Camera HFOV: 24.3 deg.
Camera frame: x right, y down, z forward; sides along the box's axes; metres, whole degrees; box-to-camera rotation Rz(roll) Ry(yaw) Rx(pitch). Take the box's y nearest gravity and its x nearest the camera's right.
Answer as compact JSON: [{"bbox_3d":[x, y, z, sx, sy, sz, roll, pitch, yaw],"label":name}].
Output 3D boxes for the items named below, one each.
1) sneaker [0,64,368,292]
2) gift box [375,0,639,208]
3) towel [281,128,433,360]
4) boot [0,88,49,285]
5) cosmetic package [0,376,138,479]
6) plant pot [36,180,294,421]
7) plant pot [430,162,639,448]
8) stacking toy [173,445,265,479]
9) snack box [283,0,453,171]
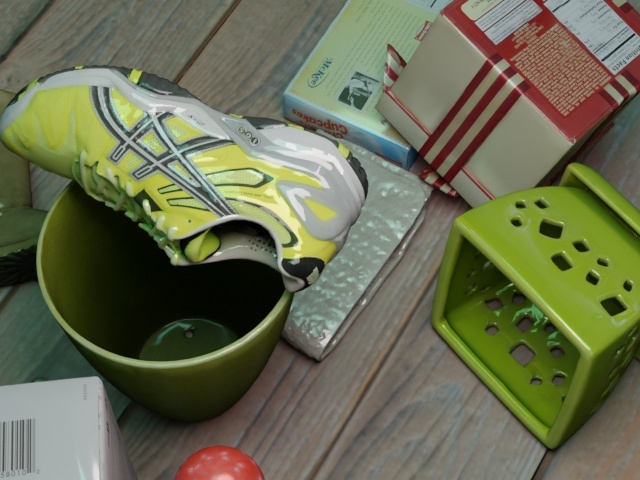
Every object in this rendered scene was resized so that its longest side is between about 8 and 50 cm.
[{"bbox_3d":[-0.152,-0.063,1.486,0.385,0.145,0.147,14,60,11],"label":"sneaker"},{"bbox_3d":[0.235,-0.205,1.820,0.255,0.258,0.276,-34,78,-29],"label":"gift box"},{"bbox_3d":[0.000,0.000,1.844,0.187,0.049,0.282,29,65,18],"label":"towel"},{"bbox_3d":[-0.375,-0.081,1.875,0.236,0.089,0.269,-10,58,-6],"label":"boot"},{"bbox_3d":[-0.282,0.286,1.491,0.197,0.365,0.155,-7,58,0],"label":"cosmetic package"},{"bbox_3d":[-0.153,0.083,1.652,0.275,0.293,0.274,-1,59,1],"label":"plant pot"},{"bbox_3d":[0.283,0.063,1.705,0.207,0.228,0.227,-31,63,-25],"label":"plant pot"},{"bbox_3d":[-0.096,0.294,1.503,0.141,0.330,0.141,0,59,1],"label":"stacking toy"},{"bbox_3d":[0.108,-0.258,1.987,0.187,0.060,0.322,25,63,15],"label":"snack box"}]
